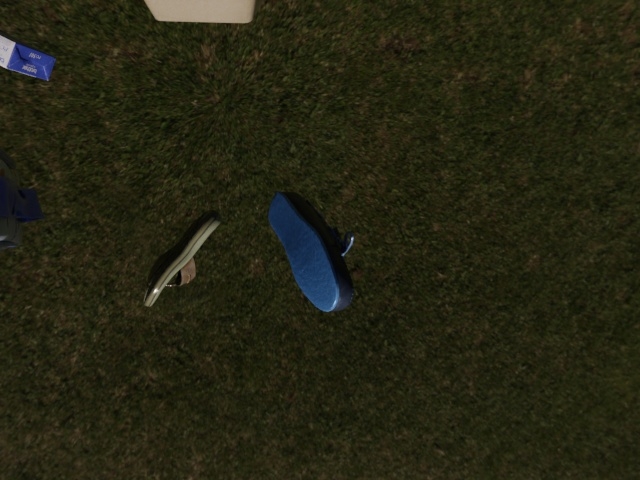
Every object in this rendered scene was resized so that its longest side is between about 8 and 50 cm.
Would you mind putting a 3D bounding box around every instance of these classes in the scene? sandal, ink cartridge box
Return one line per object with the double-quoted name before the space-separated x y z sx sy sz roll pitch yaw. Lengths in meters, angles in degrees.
"sandal" -0.336 0.057 1.162 0.303 0.120 0.086 -46 120 8
"ink cartridge box" -0.557 -0.333 0.760 0.207 0.097 0.046 27 99 2

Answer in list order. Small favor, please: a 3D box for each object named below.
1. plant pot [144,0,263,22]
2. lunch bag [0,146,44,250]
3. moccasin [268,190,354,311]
"plant pot" -0.085 -0.219 0.341 0.109 0.109 0.096 3 131 2
"lunch bag" -0.331 -0.029 0.311 0.243 0.303 0.114 -7 95 -26
"moccasin" 0.000 0.000 0.970 0.117 0.342 0.137 5 130 -33
